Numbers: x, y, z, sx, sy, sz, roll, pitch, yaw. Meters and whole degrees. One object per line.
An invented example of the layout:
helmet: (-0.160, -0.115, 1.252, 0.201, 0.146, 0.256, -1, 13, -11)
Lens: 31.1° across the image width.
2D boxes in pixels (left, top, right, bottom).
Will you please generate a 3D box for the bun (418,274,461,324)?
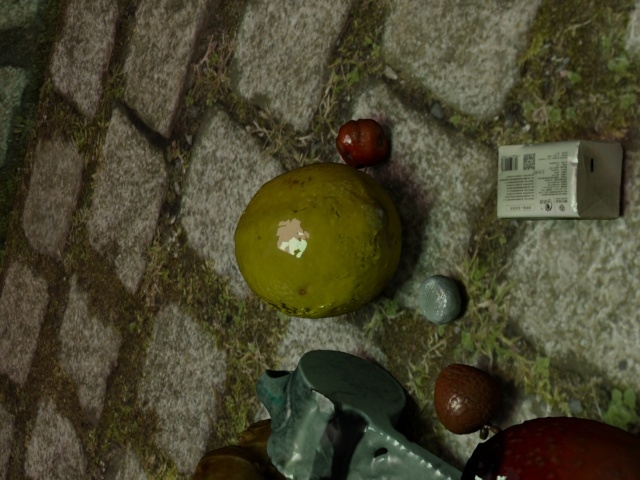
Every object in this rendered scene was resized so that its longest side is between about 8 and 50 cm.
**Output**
bun: (0.186, 0.091, 1.779, 0.083, 0.045, 0.083, -12, 75, 55)

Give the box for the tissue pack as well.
tissue pack: (0.324, -0.080, 1.562, 0.149, 0.099, 0.106, 2, 90, 53)

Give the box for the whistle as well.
whistle: (0.061, 0.328, 1.807, 0.405, 0.188, 0.168, 43, 120, 46)

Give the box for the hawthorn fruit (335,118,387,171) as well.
hawthorn fruit: (0.069, -0.159, 1.931, 0.093, 0.093, 0.093, -7, 81, 53)

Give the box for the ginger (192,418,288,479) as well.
ginger: (-0.085, 0.439, 1.880, 0.274, 0.357, 0.152, 34, 122, 22)

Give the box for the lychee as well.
lychee: (0.222, 0.240, 1.668, 0.114, 0.101, 0.140, -49, 43, 27)

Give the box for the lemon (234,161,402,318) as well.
lemon: (0.000, 0.000, 1.865, 0.310, 0.258, 0.258, -16, 74, 48)

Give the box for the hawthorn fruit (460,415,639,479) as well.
hawthorn fruit: (0.297, 0.349, 1.391, 0.316, 0.316, 0.316, -7, 81, 53)
